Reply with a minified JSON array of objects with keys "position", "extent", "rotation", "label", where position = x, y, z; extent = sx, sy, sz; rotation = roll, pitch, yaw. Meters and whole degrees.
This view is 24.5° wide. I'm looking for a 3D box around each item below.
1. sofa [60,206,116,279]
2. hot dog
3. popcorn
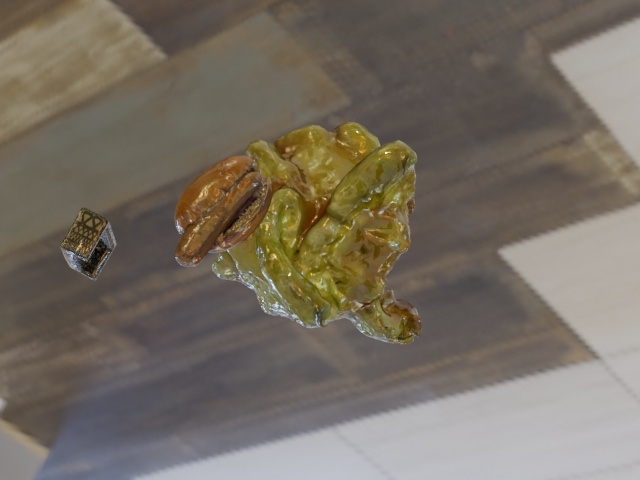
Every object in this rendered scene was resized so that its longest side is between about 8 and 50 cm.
[{"position":[-0.284,0.006,1.808],"extent":[0.039,0.060,0.118],"rotation":[29,165,5],"label":"sofa"},{"position":[-0.116,-0.033,1.663],"extent":[0.090,0.140,0.060],"rotation":[53,178,-8],"label":"hot dog"},{"position":[-0.005,-0.008,1.955],"extent":[0.290,0.325,0.321],"rotation":[9,135,17],"label":"popcorn"}]
